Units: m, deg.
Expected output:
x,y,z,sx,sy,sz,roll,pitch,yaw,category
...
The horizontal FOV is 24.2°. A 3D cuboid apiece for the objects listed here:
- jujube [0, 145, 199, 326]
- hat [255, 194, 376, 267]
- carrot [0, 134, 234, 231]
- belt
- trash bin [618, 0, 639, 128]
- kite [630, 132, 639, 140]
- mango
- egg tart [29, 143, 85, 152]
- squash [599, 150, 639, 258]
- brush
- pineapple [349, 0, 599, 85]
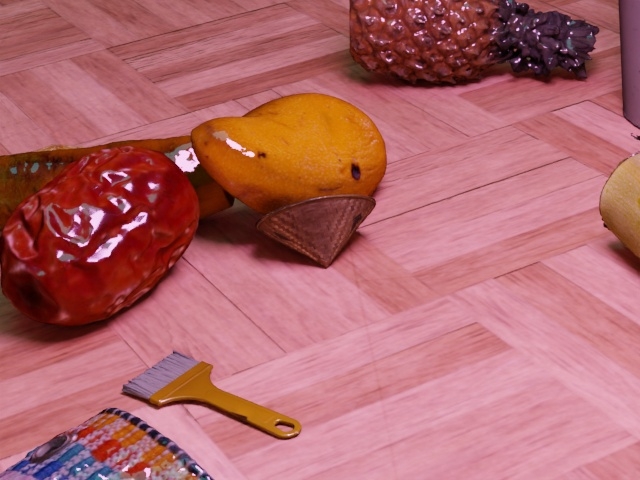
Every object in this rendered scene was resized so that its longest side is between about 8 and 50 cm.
x,y,z,sx,sy,sz,roll,pitch,yaw,category
-0.251,-0.006,1.696,0.174,0.174,0.250,14,44,31,jujube
0.000,0.000,1.750,0.146,0.067,0.146,-10,-13,-2,hat
-0.261,-0.068,1.865,0.301,0.114,0.114,-4,28,8,carrot
-0.127,0.254,1.136,0.160,0.207,0.295,-30,38,-34,belt
0.519,-0.368,1.951,0.280,0.432,0.280,-5,29,3,trash bin
0.508,-0.078,1.739,0.335,0.011,0.314,14,3,-12,kite
-0.036,-0.097,1.829,0.295,0.120,0.177,-16,56,-46,mango
-0.353,-0.094,1.999,0.105,0.039,0.105,-4,28,2,egg tart
0.399,-0.009,1.645,0.123,0.123,0.187,-13,35,-14,squash
-0.102,0.162,1.511,0.205,0.011,0.083,18,35,35,brush
0.224,-0.320,2.178,0.362,0.202,0.202,9,30,10,pineapple
